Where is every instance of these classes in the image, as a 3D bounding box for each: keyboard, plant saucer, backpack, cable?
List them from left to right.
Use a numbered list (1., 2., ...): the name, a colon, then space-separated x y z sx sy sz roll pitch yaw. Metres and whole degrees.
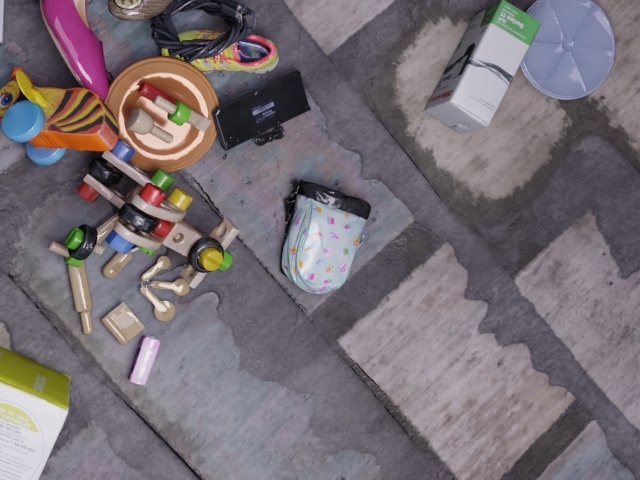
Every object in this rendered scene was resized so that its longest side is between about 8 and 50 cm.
1. plant saucer: -0.267 -0.210 1.790 0.200 0.037 0.200 -4 108 -12
2. cable: -0.209 -0.357 1.778 0.184 0.047 0.150 25 60 27
3. keyboard: -0.100 -0.216 1.844 0.180 0.023 0.108 -28 123 -21
4. backpack: 0.000 0.000 1.843 0.152 0.115 0.182 19 89 -15

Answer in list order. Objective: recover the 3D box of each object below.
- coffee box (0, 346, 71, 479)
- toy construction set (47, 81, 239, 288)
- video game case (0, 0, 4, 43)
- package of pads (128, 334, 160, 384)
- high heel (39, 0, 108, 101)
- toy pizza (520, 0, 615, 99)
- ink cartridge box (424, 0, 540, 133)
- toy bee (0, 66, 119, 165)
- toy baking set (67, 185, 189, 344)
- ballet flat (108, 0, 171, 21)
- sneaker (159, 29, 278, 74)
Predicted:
1. coffee box: -0.594 0.314 1.593 0.338 0.337 0.334 24 85 -12
2. toy construction set: -0.242 -0.070 1.732 0.237 0.257 0.309 28 75 -35
3. video game case: -0.663 -0.433 1.727 0.285 0.025 0.204 2 90 -13
4. package of pads: -0.301 0.203 1.807 0.032 0.050 0.083 20 86 -13
5. high heel: -0.378 -0.423 1.739 0.181 0.127 0.377 -22 94 -4
6. toy pizza: 0.457 -0.364 1.987 0.201 0.032 0.201 0 92 -14
7. ink cartridge box: 0.285 -0.305 1.886 0.087 0.153 0.208 29 83 -11
8. toy bee: -0.467 -0.215 1.710 0.298 0.195 0.162 4 65 -3
9. toy baking set: -0.334 0.045 1.811 0.196 0.030 0.256 -15 94 -15
10. ballet flat: -0.247 -0.443 1.779 0.250 0.058 0.084 -31 74 -23
11. sneaker: -0.169 -0.326 1.809 0.208 0.094 0.081 -5 93 -12
